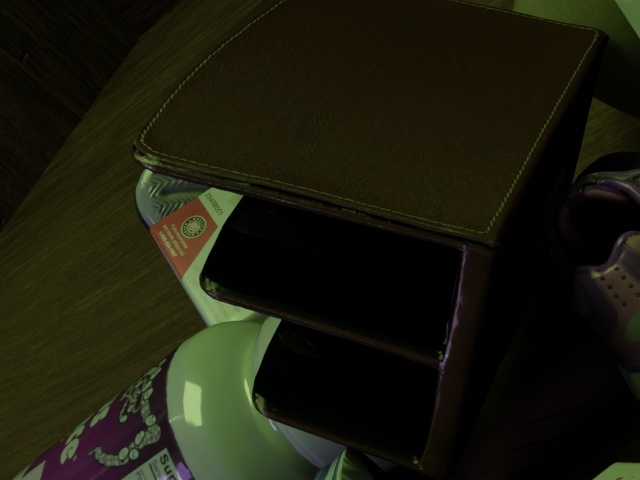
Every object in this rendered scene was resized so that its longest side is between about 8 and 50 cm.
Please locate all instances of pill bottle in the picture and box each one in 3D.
[{"bbox_3d":[-0.074,0.159,0.949,0.301,0.169,0.169,-38,21,27],"label":"pill bottle"}]

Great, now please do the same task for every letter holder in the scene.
[{"bbox_3d":[0.029,-0.032,0.843,0.302,0.214,0.152,-54,-24,-55],"label":"letter holder"}]

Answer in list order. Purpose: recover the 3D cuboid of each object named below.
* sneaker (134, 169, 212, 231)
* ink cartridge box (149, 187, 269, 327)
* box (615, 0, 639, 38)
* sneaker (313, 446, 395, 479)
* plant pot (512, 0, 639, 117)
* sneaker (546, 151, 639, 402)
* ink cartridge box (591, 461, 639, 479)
[{"bbox_3d":[-0.049,-0.062,1.367,0.321,0.124,0.180,-22,-4,-27],"label":"sneaker"},{"bbox_3d":[0.000,0.000,1.075,0.218,0.092,0.158,-31,43,-6],"label":"ink cartridge box"},{"bbox_3d":[0.283,-0.139,0.801,0.186,0.145,0.038,-36,-13,32],"label":"box"},{"bbox_3d":[-0.010,0.249,0.685,0.182,0.127,0.315,-40,21,17],"label":"sneaker"},{"bbox_3d":[0.252,-0.229,0.941,0.274,0.256,0.256,-58,13,23],"label":"plant pot"},{"bbox_3d":[0.178,-0.006,0.821,0.095,0.104,0.236,-43,18,20],"label":"sneaker"},{"bbox_3d":[0.145,0.157,0.502,0.160,0.092,0.219,-30,8,-30],"label":"ink cartridge box"}]
